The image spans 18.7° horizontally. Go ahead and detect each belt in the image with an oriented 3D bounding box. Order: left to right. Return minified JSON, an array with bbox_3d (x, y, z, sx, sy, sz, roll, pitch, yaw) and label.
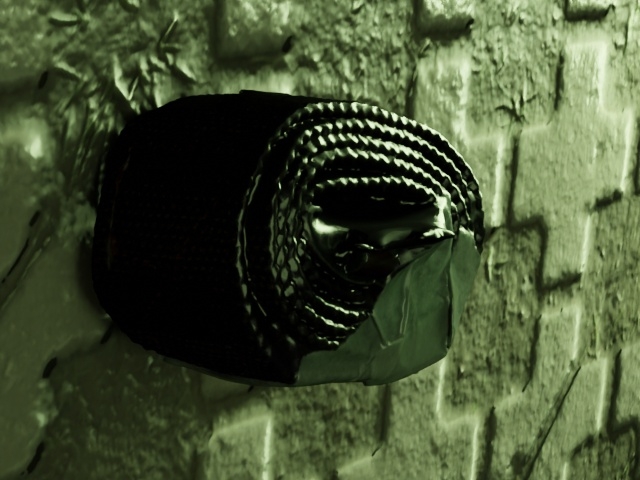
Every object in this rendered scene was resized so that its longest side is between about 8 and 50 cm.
[{"bbox_3d":[0.000,0.000,1.228,0.289,0.164,0.184,2,90,-56],"label":"belt"}]
